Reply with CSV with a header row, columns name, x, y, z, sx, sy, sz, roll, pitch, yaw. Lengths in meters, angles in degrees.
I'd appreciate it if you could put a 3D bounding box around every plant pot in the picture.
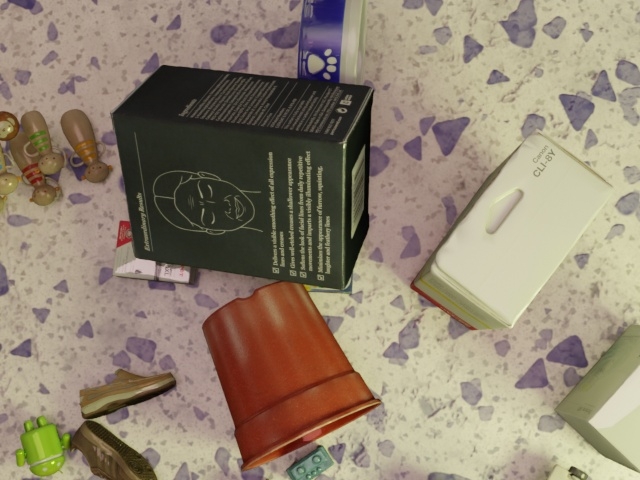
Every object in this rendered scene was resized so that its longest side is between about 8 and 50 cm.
name,x,y,z,sx,sy,sz,roll,pitch,yaw
plant pot,-0.069,0.229,1.504,0.272,0.272,0.265,-26,75,-1

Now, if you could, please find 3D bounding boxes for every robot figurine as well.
name,x,y,z,sx,sy,sz,roll,pitch,yaw
robot figurine,-0.521,0.389,1.582,0.101,0.067,0.115,-15,81,-30

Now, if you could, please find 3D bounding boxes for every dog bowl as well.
name,x,y,z,sx,sy,sz,roll,pitch,yaw
dog bowl,0.025,-0.347,1.553,0.104,0.265,0.264,4,83,5

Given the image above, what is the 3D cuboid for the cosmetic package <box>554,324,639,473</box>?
name,x,y,z,sx,sy,sz,roll,pitch,yaw
cosmetic package,0.557,0.271,1.482,0.138,0.224,0.224,42,86,5

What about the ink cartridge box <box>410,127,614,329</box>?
name,x,y,z,sx,sy,sz,roll,pitch,yaw
ink cartridge box,0.307,0.003,1.441,0.160,0.384,0.279,37,86,5

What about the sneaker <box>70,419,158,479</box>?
name,x,y,z,sx,sy,sz,roll,pitch,yaw
sneaker,-0.388,0.421,1.586,0.188,0.066,0.071,40,103,11

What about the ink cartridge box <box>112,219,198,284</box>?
name,x,y,z,sx,sy,sz,roll,pitch,yaw
ink cartridge box,-0.312,0.024,1.621,0.151,0.063,0.109,5,83,3

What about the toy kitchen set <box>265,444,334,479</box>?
name,x,y,z,sx,sy,sz,roll,pitch,yaw
toy kitchen set,-0.009,0.503,1.524,0.166,0.122,0.207,-33,84,-2

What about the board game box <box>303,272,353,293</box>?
name,x,y,z,sx,sy,sz,roll,pitch,yaw
board game box,0.000,0.000,1.627,0.136,0.035,0.201,2,83,2

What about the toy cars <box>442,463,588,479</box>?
name,x,y,z,sx,sy,sz,roll,pitch,yaw
toy cars,0.377,0.502,1.535,0.394,0.087,0.176,-7,81,-3

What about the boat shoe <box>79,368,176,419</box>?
name,x,y,z,sx,sy,sz,roll,pitch,yaw
boat shoe,-0.369,0.275,1.595,0.190,0.068,0.072,-19,71,0

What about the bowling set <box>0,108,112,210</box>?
name,x,y,z,sx,sy,sz,roll,pitch,yaw
bowling set,-0.565,-0.146,1.588,0.287,0.200,0.154,-25,84,3

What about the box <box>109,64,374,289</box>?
name,x,y,z,sx,sy,sz,roll,pitch,yaw
box,-0.122,-0.113,1.463,0.396,0.212,0.293,9,126,12
